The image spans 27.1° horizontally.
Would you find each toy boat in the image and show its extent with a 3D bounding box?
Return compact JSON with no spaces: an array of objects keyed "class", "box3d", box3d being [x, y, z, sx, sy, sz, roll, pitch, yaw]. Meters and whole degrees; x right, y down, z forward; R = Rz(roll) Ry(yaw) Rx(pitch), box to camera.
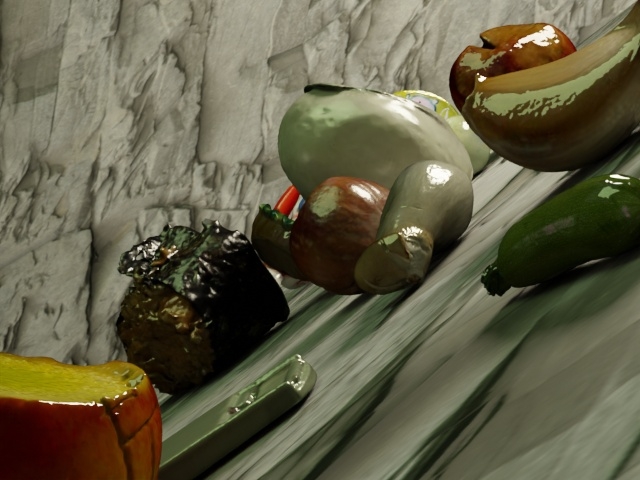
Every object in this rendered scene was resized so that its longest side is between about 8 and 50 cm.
[{"class":"toy boat","box3d":[-0.006,0.008,1.846,0.099,0.108,0.293,-46,30,-24]}]

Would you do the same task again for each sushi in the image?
[{"class":"sushi","box3d":[-0.211,0.099,1.998,0.207,0.234,0.348,-39,-1,-29]}]

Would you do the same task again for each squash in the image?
[{"class":"squash","box3d":[0.154,-0.002,0.834,0.052,0.052,0.183,-38,-1,-23]}]

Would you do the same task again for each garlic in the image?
[{"class":"garlic","box3d":[0.246,-0.130,1.231,0.206,0.128,0.115,-32,-40,20]}]

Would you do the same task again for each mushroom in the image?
[{"class":"mushroom","box3d":[0.103,-0.013,1.369,0.116,0.093,0.225,-52,6,23]}]

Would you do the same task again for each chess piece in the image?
[{"class":"chess piece","box3d":[0.150,-0.109,2.035,0.243,0.133,0.133,-30,6,33]}]

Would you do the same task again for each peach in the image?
[{"class":"peach","box3d":[-0.249,0.174,0.983,0.245,0.248,0.274,-60,-14,20]}]

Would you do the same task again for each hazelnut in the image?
[{"class":"hazelnut","box3d":[0.308,-0.248,2.074,0.204,0.178,0.178,-32,3,2]},{"class":"hazelnut","box3d":[0.043,-0.006,1.536,0.154,0.143,0.143,-16,-13,-46]}]

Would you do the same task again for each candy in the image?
[{"class":"candy","box3d":[0.071,-0.109,1.860,0.295,0.295,0.185,166,123,-84]}]

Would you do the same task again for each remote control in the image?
[{"class":"remote control","box3d":[-0.123,0.197,1.169,0.285,0.038,0.123,-35,4,6]}]

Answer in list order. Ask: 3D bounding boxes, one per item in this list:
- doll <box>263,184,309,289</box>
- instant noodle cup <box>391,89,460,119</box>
[{"class":"doll","box3d":[-0.036,-0.004,2.274,0.099,0.188,0.384,19,59,44]},{"class":"instant noodle cup","box3d":[0.148,-0.146,2.239,0.182,0.182,0.144,-37,-6,-12]}]
